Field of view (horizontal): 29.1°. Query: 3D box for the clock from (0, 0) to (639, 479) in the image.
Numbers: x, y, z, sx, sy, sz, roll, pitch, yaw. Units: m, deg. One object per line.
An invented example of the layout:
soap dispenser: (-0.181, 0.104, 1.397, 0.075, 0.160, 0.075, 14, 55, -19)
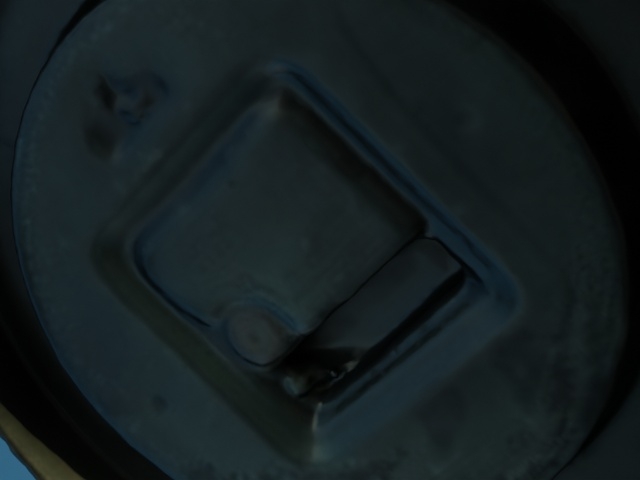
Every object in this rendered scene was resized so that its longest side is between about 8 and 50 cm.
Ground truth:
clock: (0.000, 0.000, 0.435, 0.066, 0.319, 0.318, -52, -45, -58)
